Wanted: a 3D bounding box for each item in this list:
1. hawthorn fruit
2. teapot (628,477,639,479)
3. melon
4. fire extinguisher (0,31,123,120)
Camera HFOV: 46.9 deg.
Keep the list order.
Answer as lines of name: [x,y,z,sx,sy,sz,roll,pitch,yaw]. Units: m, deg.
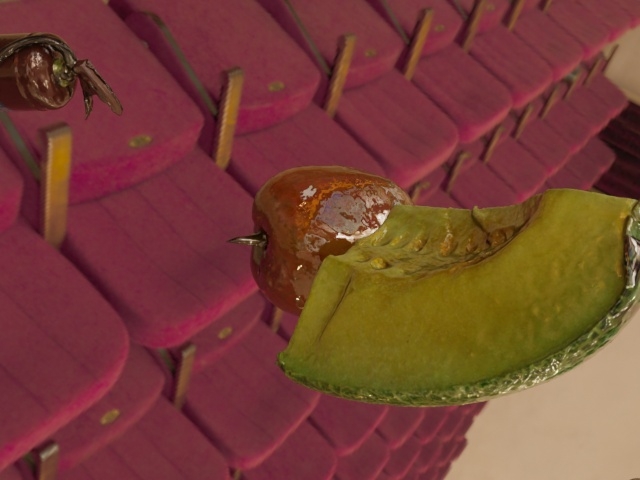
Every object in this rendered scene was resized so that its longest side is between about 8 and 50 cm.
hawthorn fruit: [0.000,0.000,1.175,0.301,0.267,0.267,4,125,-27]
teapot: [0.504,0.332,0.957,0.183,0.183,0.251,-38,170,-42]
melon: [0.167,0.052,0.755,0.331,0.344,0.226,-17,108,-40]
fire extinguisher: [-0.418,-0.195,0.926,0.141,0.341,0.105,75,23,-49]
